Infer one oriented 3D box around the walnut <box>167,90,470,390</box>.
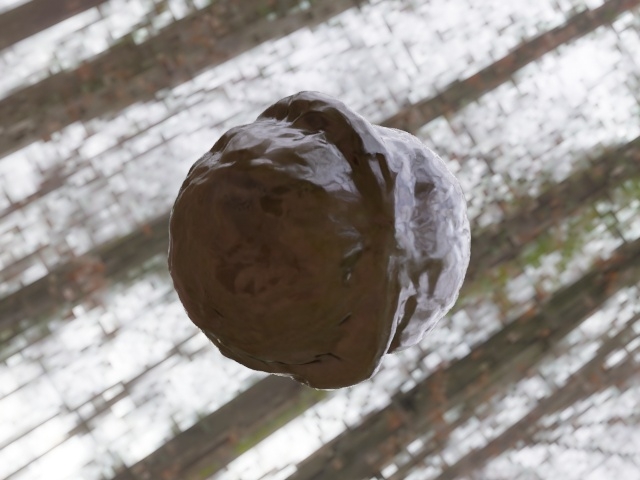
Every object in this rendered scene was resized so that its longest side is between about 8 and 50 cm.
[{"bbox_3d":[0.000,0.002,1.556,0.248,0.248,0.248,29,-45,34],"label":"walnut"}]
